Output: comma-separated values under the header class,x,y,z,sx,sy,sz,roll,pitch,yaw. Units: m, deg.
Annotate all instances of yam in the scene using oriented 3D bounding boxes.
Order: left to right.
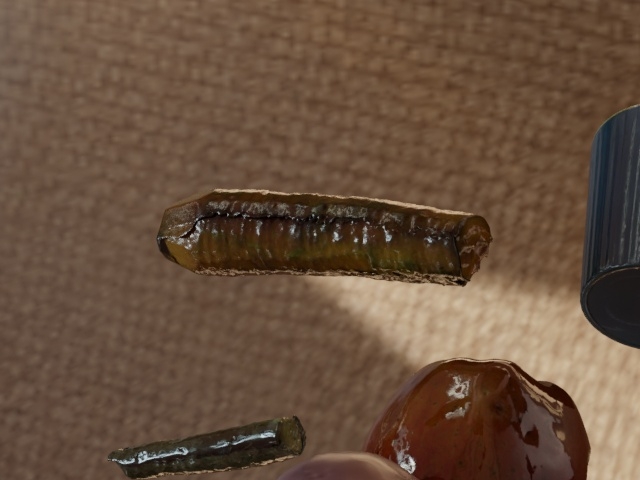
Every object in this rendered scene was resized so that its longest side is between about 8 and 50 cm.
class,x,y,z,sx,sy,sz,roll,pitch,yaw
yam,-0.070,0.129,1.203,0.129,0.033,0.027,-13,82,31

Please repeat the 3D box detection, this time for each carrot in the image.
class,x,y,z,sx,sy,sz,roll,pitch,yaw
carrot,0.000,0.000,1.479,0.260,0.070,0.070,4,97,27

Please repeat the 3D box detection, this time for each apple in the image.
class,x,y,z,sx,sy,sz,roll,pitch,yaw
apple,0.102,0.160,1.365,0.156,0.147,0.158,-7,76,56

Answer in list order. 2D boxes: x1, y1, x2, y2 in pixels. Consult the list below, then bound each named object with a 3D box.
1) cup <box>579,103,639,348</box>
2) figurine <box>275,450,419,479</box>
class,x,y,z,sx,sy,sz,roll,pitch,yaw
cup,0.275,0.005,1.526,0.131,0.155,0.176,-21,128,39
figurine,0.053,0.219,0.594,0.211,0.270,0.261,22,84,25
